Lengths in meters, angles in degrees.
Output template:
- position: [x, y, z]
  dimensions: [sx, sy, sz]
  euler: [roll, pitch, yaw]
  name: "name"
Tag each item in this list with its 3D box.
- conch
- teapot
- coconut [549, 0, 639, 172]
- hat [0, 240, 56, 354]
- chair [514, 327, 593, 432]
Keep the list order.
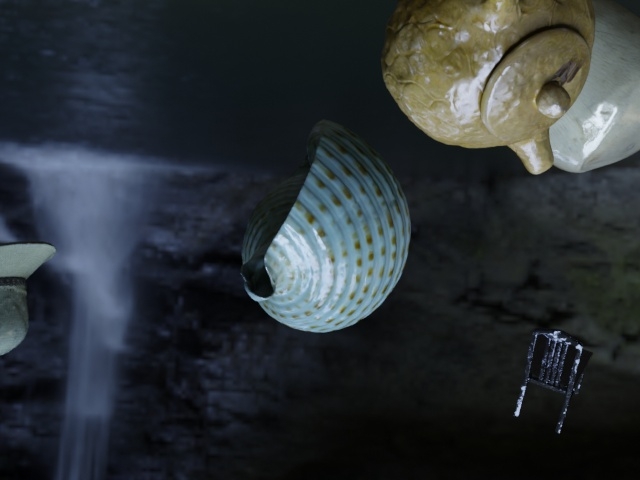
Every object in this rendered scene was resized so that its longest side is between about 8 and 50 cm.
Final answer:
- position: [0.009, 0.004, 1.021]
  dimensions: [0.131, 0.172, 0.200]
  euler: [30, -155, -12]
  name: "conch"
- position: [0.169, -0.173, 1.142]
  dimensions: [0.167, 0.203, 0.311]
  euler: [50, 171, 38]
  name: "teapot"
- position: [0.315, -0.183, 1.481]
  dimensions: [0.224, 0.224, 0.224]
  euler: [3, 177, 0]
  name: "coconut"
- position: [-0.469, 0.097, 1.669]
  dimensions: [0.257, 0.130, 0.257]
  euler: [-14, 172, -2]
  name: "hat"
- position: [0.343, 0.169, 1.801]
  dimensions: [0.084, 0.101, 0.212]
  euler: [19, 137, 17]
  name: "chair"
